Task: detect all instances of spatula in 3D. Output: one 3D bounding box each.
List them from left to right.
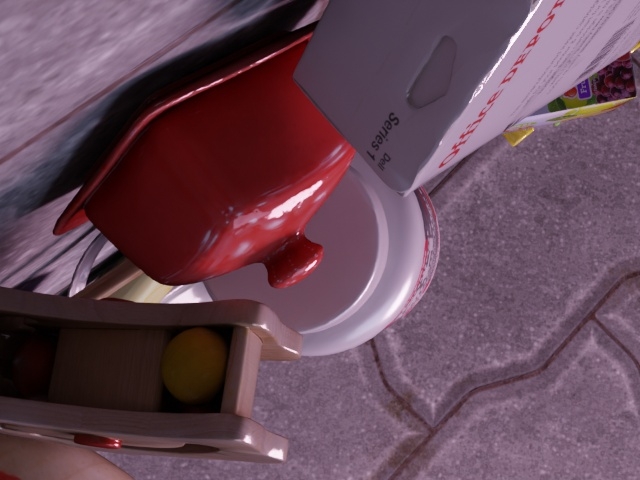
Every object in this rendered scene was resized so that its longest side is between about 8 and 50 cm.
[{"bbox_3d":[-0.149,0.005,0.902,0.296,0.030,0.084,-37,172,32],"label":"spatula"}]

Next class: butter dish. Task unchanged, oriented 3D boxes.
[{"bbox_3d":[-0.042,-0.028,0.709,0.160,0.118,0.160,-32,176,-37],"label":"butter dish"}]

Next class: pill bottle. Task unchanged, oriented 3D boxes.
[{"bbox_3d":[0.000,0.000,1.036,0.176,0.176,0.318,-35,175,7],"label":"pill bottle"}]

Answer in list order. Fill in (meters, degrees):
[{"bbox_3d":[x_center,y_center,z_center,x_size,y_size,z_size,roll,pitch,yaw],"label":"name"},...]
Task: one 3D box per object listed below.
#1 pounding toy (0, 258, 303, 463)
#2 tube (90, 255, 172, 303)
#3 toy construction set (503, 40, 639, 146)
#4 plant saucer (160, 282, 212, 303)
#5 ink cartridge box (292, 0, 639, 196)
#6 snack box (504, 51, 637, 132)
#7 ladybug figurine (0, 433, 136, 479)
[{"bbox_3d":[-0.135,0.047,0.784,0.269,0.155,0.154,-3,161,35],"label":"pounding toy"},{"bbox_3d":[-0.155,0.035,1.109,0.240,0.062,0.070,-44,-143,12],"label":"tube"},{"bbox_3d":[0.300,-0.226,1.326,0.327,0.151,0.215,-24,-179,20],"label":"toy construction set"},{"bbox_3d":[-0.211,0.134,1.680,0.400,0.101,0.400,-34,177,-2],"label":"plant saucer"},{"bbox_3d":[0.108,-0.137,0.650,0.219,0.092,0.160,-32,163,-37],"label":"ink cartridge box"},{"bbox_3d":[0.149,-0.125,1.091,0.207,0.070,0.174,-9,-179,7],"label":"snack box"},{"bbox_3d":[-0.248,0.259,0.980,0.449,0.305,0.162,89,14,-59],"label":"ladybug figurine"}]
